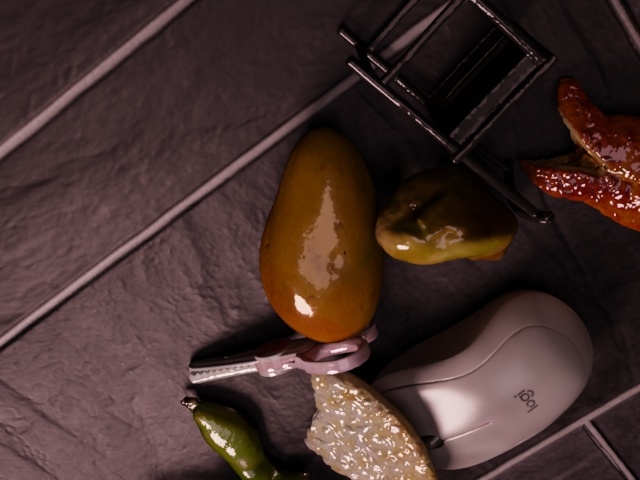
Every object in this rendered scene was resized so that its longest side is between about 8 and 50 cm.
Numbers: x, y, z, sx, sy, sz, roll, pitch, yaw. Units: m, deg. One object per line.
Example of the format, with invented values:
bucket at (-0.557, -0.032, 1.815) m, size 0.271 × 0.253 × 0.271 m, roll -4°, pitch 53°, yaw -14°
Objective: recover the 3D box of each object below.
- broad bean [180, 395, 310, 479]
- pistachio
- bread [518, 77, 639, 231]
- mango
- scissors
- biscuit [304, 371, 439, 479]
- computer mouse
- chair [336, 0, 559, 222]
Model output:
broad bean at (-0.100, 0.270, 1.099) m, size 0.070 × 0.048 × 0.213 m, roll -40°, pitch 114°, yaw 16°
pistachio at (0.144, -0.028, 0.911) m, size 0.189 × 0.110 × 0.100 m, roll 0°, pitch 162°, yaw -35°
bread at (0.361, -0.077, 0.928) m, size 0.269 × 0.095 × 0.139 m, roll 15°, pitch 108°, yaw -7°
mango at (0.000, 0.000, 0.927) m, size 0.138 × 0.113 × 0.253 m, roll -6°, pitch 114°, yaw -7°
scissors at (-0.051, 0.141, 1.018) m, size 0.242 × 0.118 × 0.030 m, roll -13°, pitch 106°, yaw 17°
biscuit at (0.058, 0.255, 1.061) m, size 0.188 × 0.040 × 0.265 m, roll -6°, pitch 121°, yaw 44°
computer mouse at (0.200, 0.189, 1.042) m, size 0.297 × 0.121 × 0.184 m, roll -33°, pitch 117°, yaw 11°
chair at (0.155, -0.153, 0.839) m, size 0.260 × 0.154 × 0.141 m, roll 36°, pitch 110°, yaw -19°
